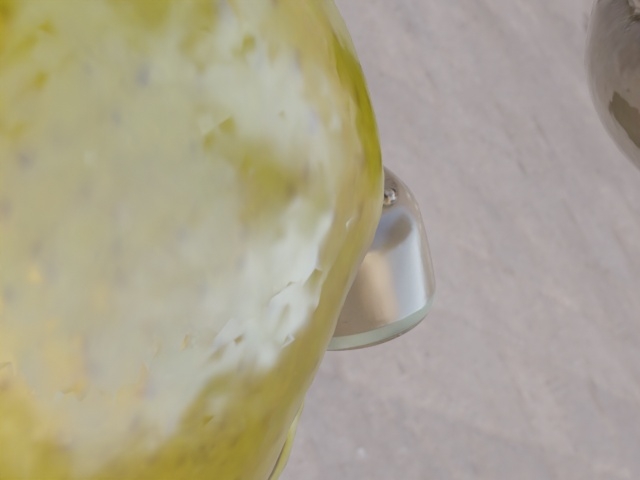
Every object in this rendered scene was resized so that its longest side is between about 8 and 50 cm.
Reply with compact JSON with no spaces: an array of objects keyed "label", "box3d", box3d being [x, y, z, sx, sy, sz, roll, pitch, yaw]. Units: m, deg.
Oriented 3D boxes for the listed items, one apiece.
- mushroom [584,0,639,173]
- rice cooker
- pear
[{"label":"mushroom","box3d":[0.328,-0.179,1.010,0.294,0.362,0.362,53,22,-31]},{"label":"rice cooker","box3d":[0.000,0.000,1.201,0.206,0.145,0.127,43,-35,46]},{"label":"pear","box3d":[-0.190,-0.028,0.489,0.418,0.362,0.362,20,32,-9]}]
